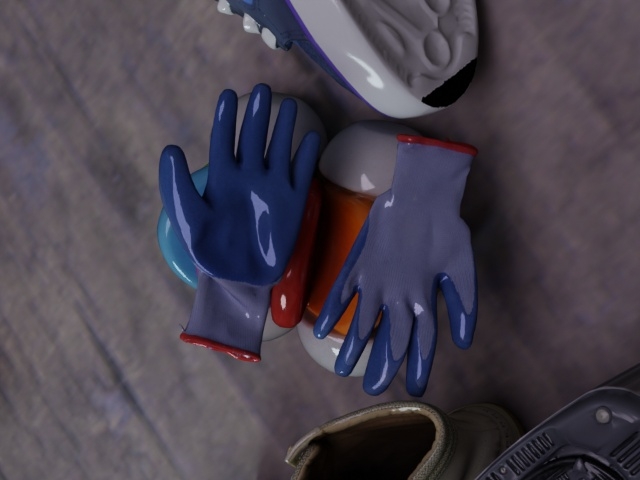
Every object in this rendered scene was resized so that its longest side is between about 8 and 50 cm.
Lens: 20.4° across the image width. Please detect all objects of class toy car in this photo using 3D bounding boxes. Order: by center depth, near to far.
[{"bbox_3d":[-0.020,0.002,1.091,0.182,0.136,0.159,17,111,27],"label":"toy car"}]

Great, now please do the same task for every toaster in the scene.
[{"bbox_3d":[0.161,0.163,1.015,0.129,0.146,0.227,49,121,13],"label":"toaster"}]

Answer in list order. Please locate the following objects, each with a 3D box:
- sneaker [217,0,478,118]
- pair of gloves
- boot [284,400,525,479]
[{"bbox_3d":[-0.064,-0.189,1.097,0.236,0.130,0.322,-26,99,49],"label":"sneaker"},{"bbox_3d":[0.000,0.000,1.010,0.198,0.023,0.159,13,80,-12],"label":"pair of gloves"},{"bbox_3d":[0.010,0.162,1.068,0.213,0.165,0.077,-34,72,15],"label":"boot"}]
